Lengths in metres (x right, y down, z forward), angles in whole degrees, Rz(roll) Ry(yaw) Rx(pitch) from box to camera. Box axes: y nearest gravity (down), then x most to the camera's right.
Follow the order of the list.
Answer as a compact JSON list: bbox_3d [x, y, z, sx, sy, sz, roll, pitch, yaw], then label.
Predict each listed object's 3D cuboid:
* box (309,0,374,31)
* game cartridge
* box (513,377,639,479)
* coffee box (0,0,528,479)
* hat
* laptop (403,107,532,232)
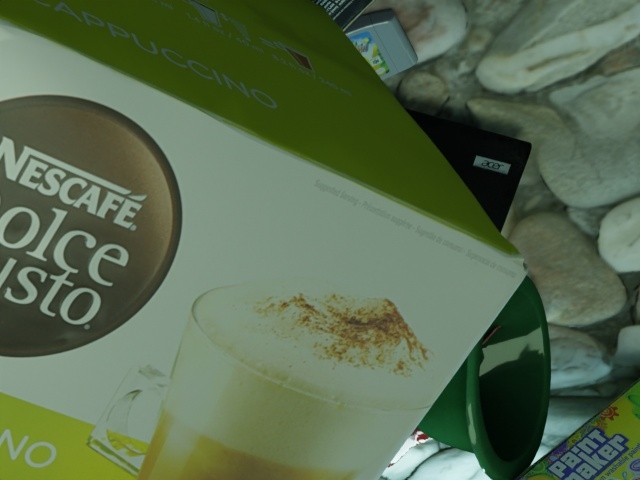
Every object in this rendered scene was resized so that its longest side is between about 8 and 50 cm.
[{"bbox_3d":[-0.018,-0.289,1.012,0.293,0.073,0.295,29,122,-33],"label":"box"},{"bbox_3d":[0.024,-0.135,1.210,0.083,0.017,0.056,-25,130,10],"label":"game cartridge"},{"bbox_3d":[0.269,0.301,1.483,0.290,0.177,0.279,-31,147,-37],"label":"box"},{"bbox_3d":[-0.156,-0.001,0.935,0.337,0.338,0.334,24,110,-31],"label":"coffee box"},{"bbox_3d":[0.086,0.124,1.427,0.183,0.173,0.209,1,99,30],"label":"hat"},{"bbox_3d":[0.000,0.000,1.325,0.234,0.137,0.264,13,158,-24],"label":"laptop"}]
